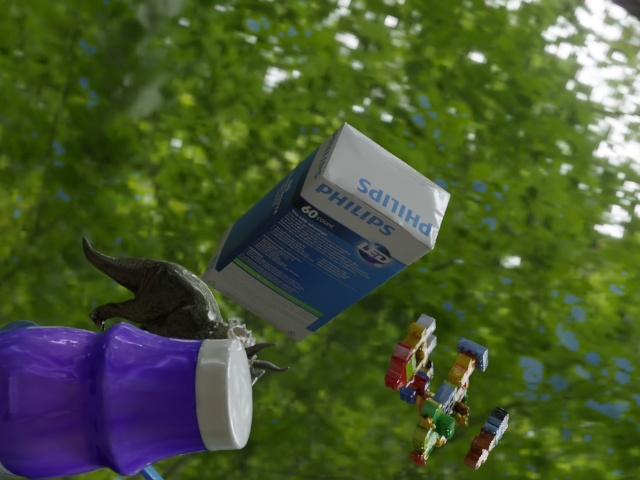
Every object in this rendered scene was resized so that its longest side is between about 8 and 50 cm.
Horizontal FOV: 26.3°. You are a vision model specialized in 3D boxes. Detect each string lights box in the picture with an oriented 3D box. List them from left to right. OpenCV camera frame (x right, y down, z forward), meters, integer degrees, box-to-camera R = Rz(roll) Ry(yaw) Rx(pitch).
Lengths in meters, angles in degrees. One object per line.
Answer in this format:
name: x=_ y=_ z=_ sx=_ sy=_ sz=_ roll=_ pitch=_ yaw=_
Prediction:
string lights box: x=0.000 y=0.000 z=1.392 sx=0.259 sy=0.133 sz=0.077 roll=-38 pitch=-157 yaw=50

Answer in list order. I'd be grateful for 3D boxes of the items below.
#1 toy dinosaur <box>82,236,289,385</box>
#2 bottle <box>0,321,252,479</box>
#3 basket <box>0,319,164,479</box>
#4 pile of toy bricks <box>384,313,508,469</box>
toy dinosaur: x=-0.186 y=0.106 z=1.731 sx=0.160 sy=0.121 sz=0.313 roll=-36 pitch=-116 yaw=-9
bottle: x=-0.185 y=0.099 z=0.832 sx=0.282 sy=0.118 sz=0.092 roll=-4 pitch=-102 yaw=10
basket: x=-0.239 y=0.233 z=0.967 sx=0.289 sy=0.201 sz=0.255 roll=-44 pitch=-121 yaw=-2
pile of toy bricks: x=0.125 y=0.190 z=1.461 sx=0.118 sy=0.212 sz=0.105 roll=24 pitch=-122 yaw=24
